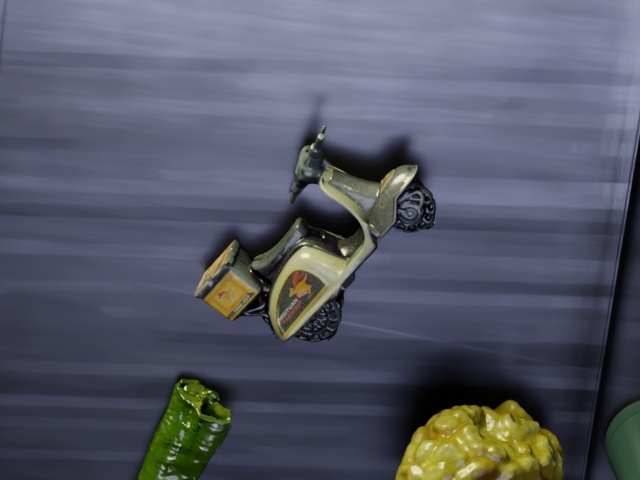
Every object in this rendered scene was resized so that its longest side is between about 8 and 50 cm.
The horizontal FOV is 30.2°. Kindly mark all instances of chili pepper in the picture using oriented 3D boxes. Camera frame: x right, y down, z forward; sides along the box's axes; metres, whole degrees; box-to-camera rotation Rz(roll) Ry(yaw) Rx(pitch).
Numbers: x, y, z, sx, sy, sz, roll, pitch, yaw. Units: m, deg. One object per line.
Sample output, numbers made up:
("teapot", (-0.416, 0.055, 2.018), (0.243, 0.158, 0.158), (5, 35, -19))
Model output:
("chili pepper", (-0.209, 0.327, 1.437), (0.085, 0.076, 0.359), (33, 111, 14))

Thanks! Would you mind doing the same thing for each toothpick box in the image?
("toothpick box", (0.399, 0.273, 1.344), (0.120, 0.184, 0.120), (0, 117, 0))

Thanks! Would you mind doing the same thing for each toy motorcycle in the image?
("toy motorcycle", (0.000, 0.000, 1.266), (0.157, 0.091, 0.263), (37, 113, -11))

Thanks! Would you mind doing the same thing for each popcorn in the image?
("popcorn", (0.177, 0.283, 1.359), (0.218, 0.169, 0.189), (12, 124, -26))
